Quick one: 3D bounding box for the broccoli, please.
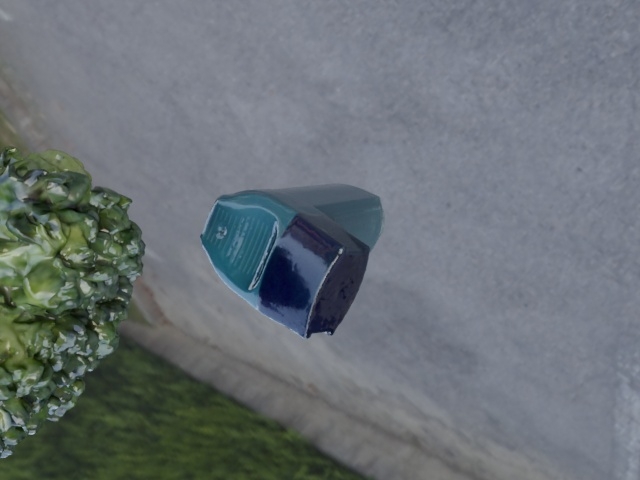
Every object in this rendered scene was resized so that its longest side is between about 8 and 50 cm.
[{"bbox_3d":[-0.270,0.038,0.569,0.246,0.288,0.248,58,152,-3],"label":"broccoli"}]

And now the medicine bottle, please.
[{"bbox_3d":[0.000,0.000,0.703,0.124,0.079,0.258,25,-166,15],"label":"medicine bottle"}]
